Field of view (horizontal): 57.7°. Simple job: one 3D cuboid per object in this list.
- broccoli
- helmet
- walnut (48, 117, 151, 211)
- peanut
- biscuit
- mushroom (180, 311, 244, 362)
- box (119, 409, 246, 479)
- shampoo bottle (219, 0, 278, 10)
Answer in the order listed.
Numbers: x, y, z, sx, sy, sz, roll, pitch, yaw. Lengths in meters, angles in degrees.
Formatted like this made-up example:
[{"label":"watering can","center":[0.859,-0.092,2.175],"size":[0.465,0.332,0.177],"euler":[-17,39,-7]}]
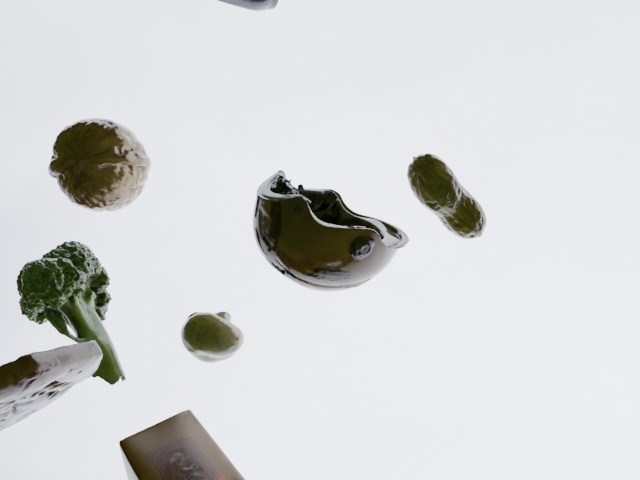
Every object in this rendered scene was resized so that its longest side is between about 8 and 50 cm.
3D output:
[{"label":"broccoli","center":[-0.558,0.153,1.293],"size":[0.186,0.254,0.302],"euler":[-12,-68,-12]},{"label":"helmet","center":[0.000,0.000,0.824],"size":[0.224,0.198,0.130],"euler":[22,-74,-23]},{"label":"walnut","center":[-0.457,-0.155,1.206],"size":[0.213,0.213,0.213],"euler":[-3,-102,12]},{"label":"peanut","center":[0.254,-0.084,1.171],"size":[0.099,0.099,0.214],"euler":[-44,-71,1]},{"label":"biscuit","center":[-0.488,0.250,0.854],"size":[0.359,0.359,0.046],"euler":[-32,-98,5]},{"label":"mushroom","center":[-0.248,0.219,1.356],"size":[0.154,0.154,0.123],"euler":[11,-129,15]},{"label":"box","center":[-0.145,0.477,0.789],"size":[0.264,0.115,0.416],"euler":[23,-55,51]},{"label":"shampoo bottle","center":[-0.184,-0.522,1.188],"size":[0.049,0.233,0.087],"euler":[-28,-107,41]}]
